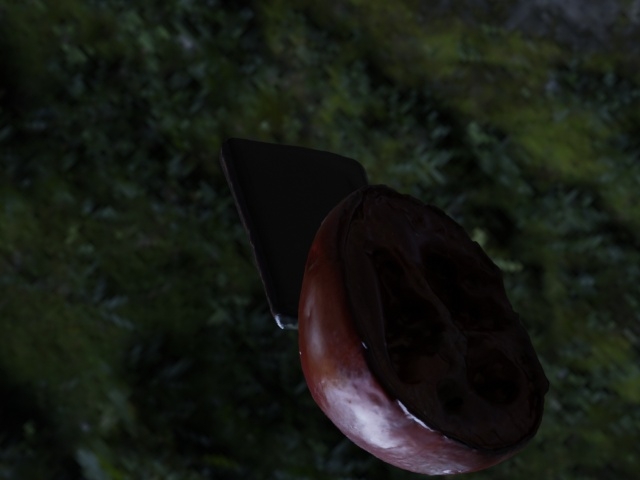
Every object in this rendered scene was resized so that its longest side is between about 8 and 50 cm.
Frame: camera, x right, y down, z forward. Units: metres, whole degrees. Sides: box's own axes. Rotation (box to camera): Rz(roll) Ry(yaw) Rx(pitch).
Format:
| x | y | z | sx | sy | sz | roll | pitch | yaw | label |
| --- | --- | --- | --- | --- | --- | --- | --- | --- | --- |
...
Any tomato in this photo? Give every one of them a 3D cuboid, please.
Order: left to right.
| x | y | z | sx | sy | sz | roll | pitch | yaw | label |
| --- | --- | --- | --- | --- | --- | --- | --- | --- | --- |
| 0.062 | 0.081 | 1.190 | 0.228 | 0.101 | 0.228 | 30 | -140 | -29 | tomato |

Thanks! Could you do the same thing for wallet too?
| x | y | z | sx | sy | sz | roll | pitch | yaw | label |
| --- | --- | --- | --- | --- | --- | --- | --- | --- | --- |
| 0.000 | 0.000 | 1.624 | 0.182 | 0.049 | 0.229 | 8 | -134 | -34 | wallet |
